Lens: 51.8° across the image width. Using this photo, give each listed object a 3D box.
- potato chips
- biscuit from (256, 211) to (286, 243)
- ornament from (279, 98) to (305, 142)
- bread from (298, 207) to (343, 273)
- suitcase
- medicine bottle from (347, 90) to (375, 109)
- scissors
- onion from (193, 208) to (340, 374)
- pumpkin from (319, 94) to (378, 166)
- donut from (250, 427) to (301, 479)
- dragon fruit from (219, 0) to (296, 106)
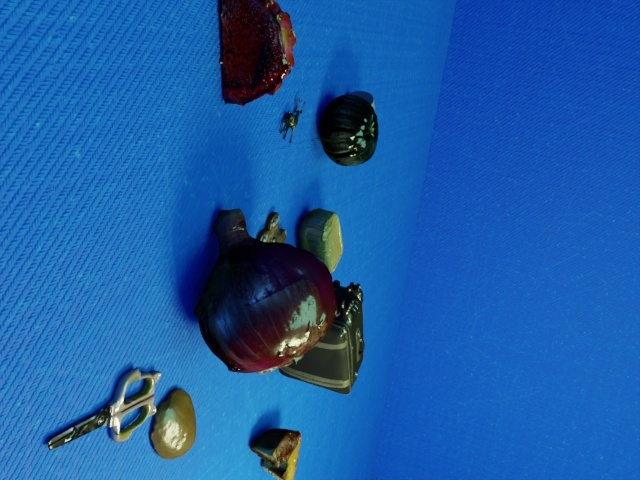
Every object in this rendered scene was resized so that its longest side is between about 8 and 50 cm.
[{"bbox_3d":[-0.330,0.435,1.540,0.150,0.049,0.202,-65,153,-43],"label":"potato chips"},{"bbox_3d":[-0.127,0.019,1.845,0.205,0.031,0.138,81,29,-52],"label":"biscuit"},{"bbox_3d":[-0.073,-0.329,1.755,0.073,0.028,0.125,61,48,-64],"label":"ornament"},{"bbox_3d":[0.000,0.000,2.069,0.236,0.106,0.140,80,32,-49],"label":"bread"},{"bbox_3d":[-0.003,0.288,2.001,0.434,0.283,0.194,85,25,-47],"label":"suitcase"},{"bbox_3d":[0.129,-0.393,2.160,0.168,0.105,0.105,82,29,-48],"label":"medicine bottle"},{"bbox_3d":[-0.410,0.341,1.280,0.317,0.024,0.160,-15,117,-68],"label":"scissors"},{"bbox_3d":[-0.143,0.103,1.522,0.385,0.347,0.347,66,25,-2],"label":"onion"},{"bbox_3d":[0.087,-0.332,1.997,0.220,0.161,0.221,4,90,-72],"label":"pumpkin"},{"bbox_3d":[-0.141,0.677,2.151,0.295,0.112,0.151,80,28,-53],"label":"donut"},{"bbox_3d":[-0.132,-0.422,1.377,0.189,0.162,0.262,-97,-174,-56],"label":"dragon fruit"}]
